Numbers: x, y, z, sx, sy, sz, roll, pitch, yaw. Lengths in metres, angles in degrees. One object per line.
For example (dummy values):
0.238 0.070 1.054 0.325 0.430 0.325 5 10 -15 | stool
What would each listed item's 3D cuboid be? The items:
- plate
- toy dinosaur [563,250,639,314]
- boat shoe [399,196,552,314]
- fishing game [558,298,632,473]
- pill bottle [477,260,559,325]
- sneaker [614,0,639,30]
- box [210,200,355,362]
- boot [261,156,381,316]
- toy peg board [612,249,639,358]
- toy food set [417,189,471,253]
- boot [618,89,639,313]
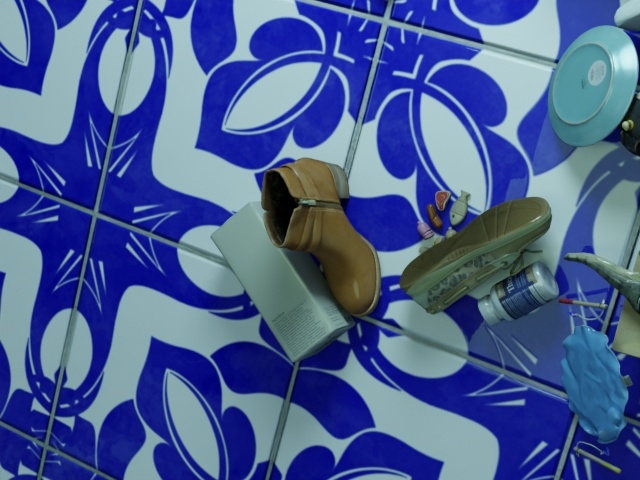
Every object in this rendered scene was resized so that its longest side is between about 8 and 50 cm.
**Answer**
0.402 -0.235 1.727 0.188 0.024 0.188 -29 55 53 | plate
0.490 0.063 1.684 0.268 0.064 0.118 44 105 28 | toy dinosaur
0.261 0.024 1.847 0.285 0.104 0.089 -30 113 31 | boat shoe
0.427 0.217 1.756 0.041 0.189 0.264 -8 92 -16 | fishing game
0.315 0.088 1.832 0.120 0.067 0.067 -32 80 25 | pill bottle
0.526 -0.388 1.689 0.212 0.080 0.094 -26 71 20 | sneaker
-0.066 0.069 2.010 0.113 0.094 0.275 -38 77 24 | box
0.000 0.000 1.898 0.109 0.220 0.283 -9 90 27 | boot
0.544 0.113 1.726 0.161 0.079 0.160 14 85 25 | toy peg board
0.199 -0.031 1.907 0.078 0.019 0.122 18 102 24 | toy food set
0.523 -0.079 1.605 0.377 0.138 0.284 -59 36 18 | boot
